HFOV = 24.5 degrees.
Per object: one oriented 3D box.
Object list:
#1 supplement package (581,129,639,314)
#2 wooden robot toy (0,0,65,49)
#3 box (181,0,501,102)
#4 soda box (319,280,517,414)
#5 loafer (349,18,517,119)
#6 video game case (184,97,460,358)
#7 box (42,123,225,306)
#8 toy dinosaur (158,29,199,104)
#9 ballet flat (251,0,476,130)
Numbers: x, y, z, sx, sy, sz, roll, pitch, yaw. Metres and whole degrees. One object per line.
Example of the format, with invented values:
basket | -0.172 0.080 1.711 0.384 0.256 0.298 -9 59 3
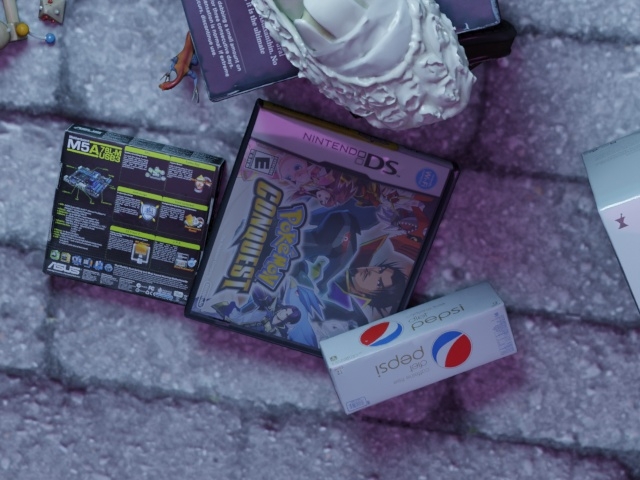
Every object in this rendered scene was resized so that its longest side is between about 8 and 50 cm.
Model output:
supplement package | 0.413 -0.014 1.576 0.199 0.263 0.198 -22 102 12
wooden robot toy | -0.380 -0.245 1.687 0.173 0.079 0.076 -12 104 9
box | 0.022 -0.285 1.523 0.294 0.296 0.183 -13 104 8
soda box | 0.113 0.124 1.717 0.216 0.074 0.069 -19 114 -3
loafer | 0.118 -0.194 1.660 0.220 0.080 0.078 -14 114 15
video game case | 0.000 0.000 1.720 0.248 0.035 0.275 17 107 -10
box | -0.223 -0.029 1.751 0.190 0.045 0.184 12 105 2
toy dinosaur | -0.162 -0.200 1.676 0.047 0.082 0.090 1 105 6
ballet flat | -0.023 -0.251 1.314 0.147 0.147 0.409 -39 96 15
